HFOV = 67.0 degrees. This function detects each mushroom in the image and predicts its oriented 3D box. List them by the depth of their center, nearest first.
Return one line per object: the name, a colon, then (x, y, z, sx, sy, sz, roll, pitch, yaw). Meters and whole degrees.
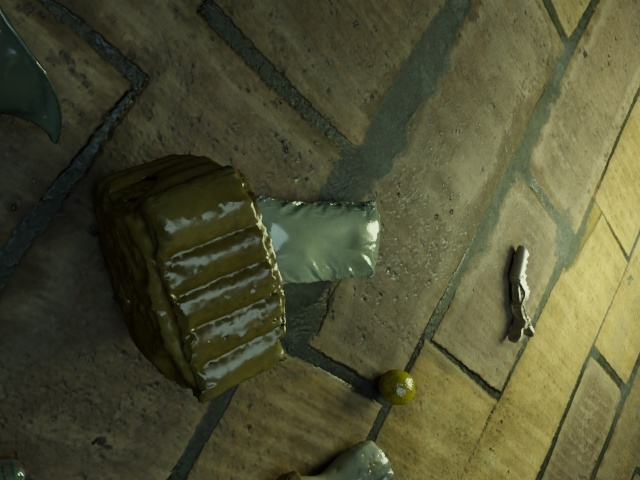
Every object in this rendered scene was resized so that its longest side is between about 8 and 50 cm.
mushroom: (0.015, 0.399, 0.784, 0.223, 0.081, 0.092, -2, 117, -34)

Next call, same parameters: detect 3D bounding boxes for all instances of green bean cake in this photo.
green bean cake: (-0.146, 0.033, 0.519, 0.131, 0.224, 0.229, -22, 113, -32)

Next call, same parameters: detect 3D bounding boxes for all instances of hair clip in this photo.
hair clip: (0.442, 0.124, 1.080, 0.072, 0.034, 0.225, -19, 108, -32)

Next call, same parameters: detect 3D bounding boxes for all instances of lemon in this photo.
lemon: (0.138, 0.262, 0.862, 0.083, 0.062, 0.062, 23, 83, -34)

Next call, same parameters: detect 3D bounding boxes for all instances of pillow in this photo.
pillow: (0.000, 0.000, 0.726, 0.229, 0.051, 0.128, -1, 95, -34)

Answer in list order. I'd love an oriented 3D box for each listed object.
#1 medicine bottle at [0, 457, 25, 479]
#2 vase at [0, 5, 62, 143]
medicine bottle: (-0.393, 0.283, 0.453, 0.188, 0.094, 0.119, 13, 91, -37)
vase: (-0.392, -0.162, 0.361, 0.301, 0.156, 0.250, -22, 113, -26)
